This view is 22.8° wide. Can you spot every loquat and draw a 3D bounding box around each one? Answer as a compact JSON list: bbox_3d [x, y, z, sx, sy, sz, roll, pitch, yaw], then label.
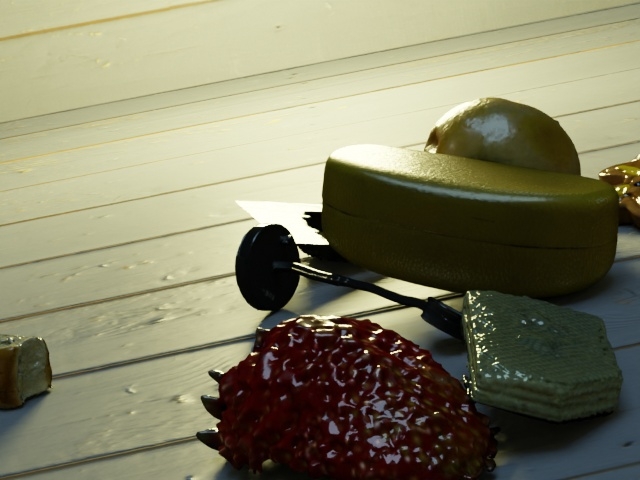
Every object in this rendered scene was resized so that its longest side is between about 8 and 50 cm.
[{"bbox_3d":[0.234,-0.090,2.078,0.213,0.213,0.213,-9,15,3],"label":"loquat"}]

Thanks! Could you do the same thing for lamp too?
[{"bbox_3d":[0.039,0.082,1.868,0.371,0.108,0.130,26,-1,40],"label":"lamp"}]

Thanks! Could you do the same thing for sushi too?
[{"bbox_3d":[0.000,0.000,2.165,0.192,0.051,0.215,2,15,-20],"label":"sushi"}]

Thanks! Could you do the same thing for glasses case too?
[{"bbox_3d":[0.167,-0.017,1.908,0.371,0.141,0.173,10,17,26],"label":"glasses case"}]

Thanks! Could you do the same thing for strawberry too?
[{"bbox_3d":[0.044,0.137,1.497,0.306,0.138,0.233,4,19,44],"label":"strawberry"}]

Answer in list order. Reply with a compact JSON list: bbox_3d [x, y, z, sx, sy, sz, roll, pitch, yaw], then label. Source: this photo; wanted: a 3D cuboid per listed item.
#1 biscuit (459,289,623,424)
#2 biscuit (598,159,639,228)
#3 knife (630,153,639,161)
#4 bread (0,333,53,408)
[{"bbox_3d":[0.213,0.111,1.546,0.150,0.052,0.252,13,17,0],"label":"biscuit"},{"bbox_3d":[0.465,-0.063,2.102,0.295,0.044,0.186,6,30,44],"label":"biscuit"},{"bbox_3d":[0.554,-0.102,2.210,0.089,0.043,0.365,-19,17,-22],"label":"knife"},{"bbox_3d":[-0.358,0.148,1.823,0.083,0.070,0.076,0,17,41],"label":"bread"}]
